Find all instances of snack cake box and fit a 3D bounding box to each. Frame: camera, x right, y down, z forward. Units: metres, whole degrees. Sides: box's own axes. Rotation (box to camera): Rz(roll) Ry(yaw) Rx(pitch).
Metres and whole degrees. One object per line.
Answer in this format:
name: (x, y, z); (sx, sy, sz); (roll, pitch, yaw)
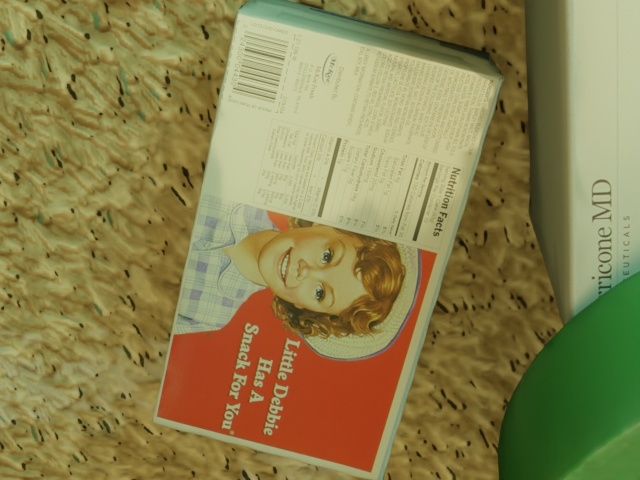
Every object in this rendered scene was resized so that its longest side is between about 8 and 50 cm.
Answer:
snack cake box: (0.000, 0.000, 0.629); (0.152, 0.089, 0.264); (14, 110, -2)

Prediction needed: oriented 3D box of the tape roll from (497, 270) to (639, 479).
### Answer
tape roll: (0.247, 0.123, 0.478); (0.321, 0.077, 0.321); (2, 131, 2)

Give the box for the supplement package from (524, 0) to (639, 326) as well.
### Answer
supplement package: (0.180, -0.111, 0.513); (0.145, 0.204, 0.262); (-4, 109, 7)
